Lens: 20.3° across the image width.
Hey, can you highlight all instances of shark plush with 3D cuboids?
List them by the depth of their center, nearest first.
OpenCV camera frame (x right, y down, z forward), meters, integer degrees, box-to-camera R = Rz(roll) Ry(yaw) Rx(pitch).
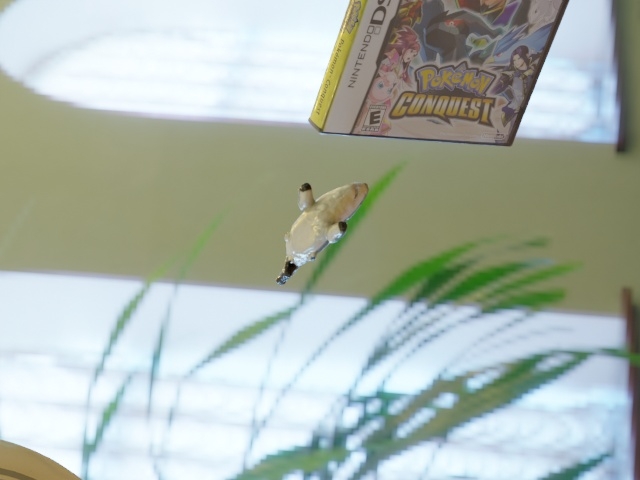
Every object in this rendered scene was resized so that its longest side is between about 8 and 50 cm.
[{"bbox_3d":[0.000,0.000,2.047,0.067,0.073,0.161,-24,-36,-53],"label":"shark plush"}]

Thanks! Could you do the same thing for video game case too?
[{"bbox_3d":[0.143,-0.225,1.990,0.035,0.275,0.248,49,128,47],"label":"video game case"}]

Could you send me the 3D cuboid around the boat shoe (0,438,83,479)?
[{"bbox_3d":[-0.112,0.176,0.786,0.081,0.079,0.227,-104,-13,-50],"label":"boat shoe"}]
